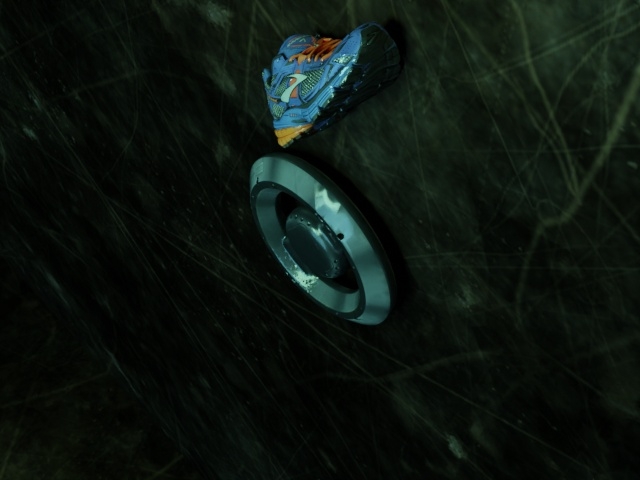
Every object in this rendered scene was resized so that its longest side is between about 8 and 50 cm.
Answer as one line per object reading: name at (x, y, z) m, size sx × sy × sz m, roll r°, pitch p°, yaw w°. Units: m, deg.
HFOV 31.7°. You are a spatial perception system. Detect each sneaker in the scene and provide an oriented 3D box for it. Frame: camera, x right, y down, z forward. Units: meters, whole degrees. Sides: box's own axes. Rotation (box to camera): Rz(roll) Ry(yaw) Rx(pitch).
sneaker at (-0.004, -0.151, 1.022) m, size 0.087 × 0.083 × 0.221 m, roll 62°, pitch 153°, yaw -1°

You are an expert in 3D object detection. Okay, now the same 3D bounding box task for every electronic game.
electronic game at (0.000, 0.000, 1.260) m, size 0.229 × 0.048 × 0.229 m, roll 40°, pitch 154°, yaw 24°
